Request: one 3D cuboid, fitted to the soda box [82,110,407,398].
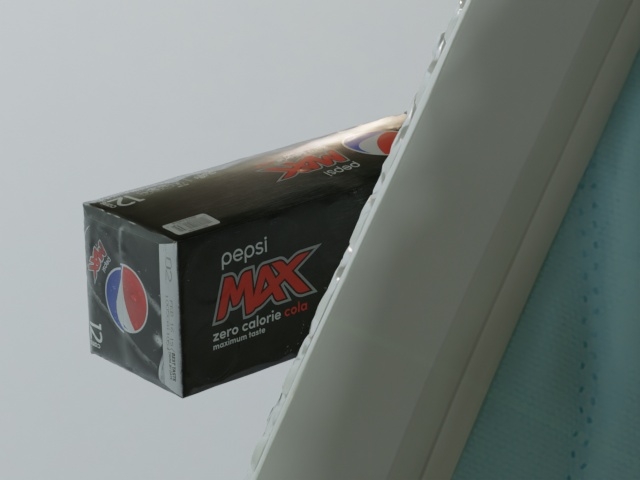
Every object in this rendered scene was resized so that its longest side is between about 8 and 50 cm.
[{"bbox_3d":[0.000,0.000,0.699,0.169,0.060,0.053,-18,-154,-38],"label":"soda box"}]

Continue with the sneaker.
[{"bbox_3d":[0.064,0.050,0.424,0.150,0.366,0.135,24,-179,2],"label":"sneaker"}]
